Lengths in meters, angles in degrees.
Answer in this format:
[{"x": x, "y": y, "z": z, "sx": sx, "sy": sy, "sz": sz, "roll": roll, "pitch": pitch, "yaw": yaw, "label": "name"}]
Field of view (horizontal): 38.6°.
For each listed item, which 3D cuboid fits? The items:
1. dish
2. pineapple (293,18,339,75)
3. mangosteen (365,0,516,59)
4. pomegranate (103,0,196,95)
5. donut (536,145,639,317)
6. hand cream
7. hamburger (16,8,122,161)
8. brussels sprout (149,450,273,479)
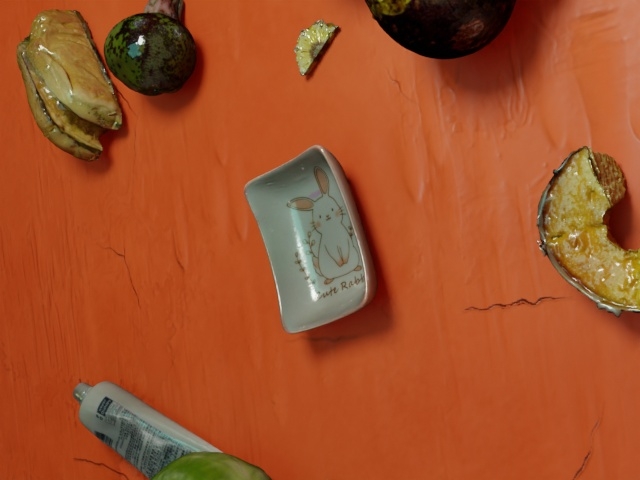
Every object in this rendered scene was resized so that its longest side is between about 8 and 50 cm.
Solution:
[{"x": 0.000, "y": 0.000, "z": 1.168, "sx": 0.151, "sy": 0.077, "sz": 0.212, "roll": -25, "pitch": 77, "yaw": 38, "label": "dish"}, {"x": -0.011, "y": -0.259, "z": 1.204, "sx": 0.045, "sy": 0.019, "sz": 0.083, "roll": 44, "pitch": 116, "yaw": 22, "label": "pineapple"}, {"x": 0.148, "y": -0.301, "z": 0.968, "sx": 0.217, "sy": 0.192, "sz": 0.192, "roll": -34, "pitch": 71, "yaw": 30, "label": "mangosteen"}, {"x": -0.234, "y": -0.282, "z": 1.332, "sx": 0.125, "sy": 0.163, "sz": 0.138, "roll": 50, "pitch": 147, "yaw": -20, "label": "pomegranate"}, {"x": 0.309, "y": -0.004, "z": 0.928, "sx": 0.181, "sy": 0.078, "sz": 0.146, "roll": 29, "pitch": 110, "yaw": 27, "label": "donut"}, {"x": -0.255, "y": 0.309, "z": 1.402, "sx": 0.340, "sy": 0.077, "sz": 0.124, "roll": 27, "pitch": 108, "yaw": 26, "label": "hand cream"}, {"x": -0.414, "y": -0.247, "z": 1.454, "sx": 0.124, "sy": 0.131, "sz": 0.262, "roll": -43, "pitch": 61, "yaw": 31, "label": "hamburger"}, {"x": -0.139, "y": 0.403, "z": 1.221, "sx": 0.244, "sy": 0.244, "sz": 0.244, "roll": 2, "pitch": 93, "yaw": 38, "label": "brussels sprout"}]
